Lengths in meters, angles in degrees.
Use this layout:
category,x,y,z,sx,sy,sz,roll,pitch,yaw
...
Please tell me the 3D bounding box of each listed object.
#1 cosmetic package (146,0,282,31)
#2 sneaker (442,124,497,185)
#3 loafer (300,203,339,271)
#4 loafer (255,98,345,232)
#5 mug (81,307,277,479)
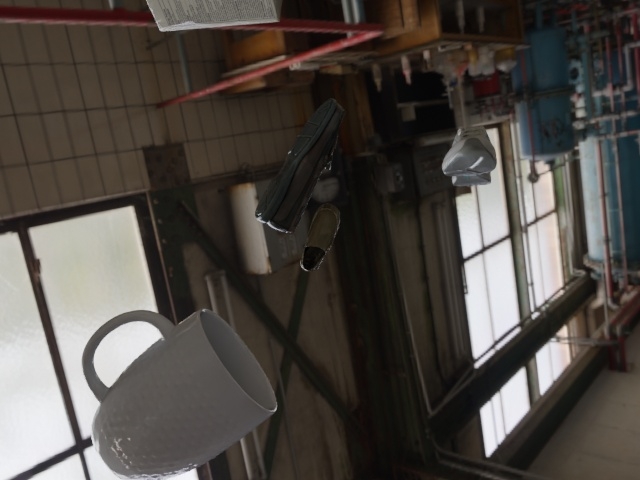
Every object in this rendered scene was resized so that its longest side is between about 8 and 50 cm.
category,x,y,z,sx,sy,sz,roll,pitch,yaw
cosmetic package,-0.246,-0.595,1.319,0.297,0.129,0.153,-1,148,7
sneaker,0.158,-0.096,0.610,0.054,0.061,0.152,0,178,14
loafer,0.000,0.000,1.117,0.056,0.147,0.050,16,-164,-3
loafer,-0.025,-0.138,1.085,0.084,0.267,0.096,31,-175,-24
mug,-0.333,0.314,1.210,0.328,0.374,0.276,-37,-165,0
